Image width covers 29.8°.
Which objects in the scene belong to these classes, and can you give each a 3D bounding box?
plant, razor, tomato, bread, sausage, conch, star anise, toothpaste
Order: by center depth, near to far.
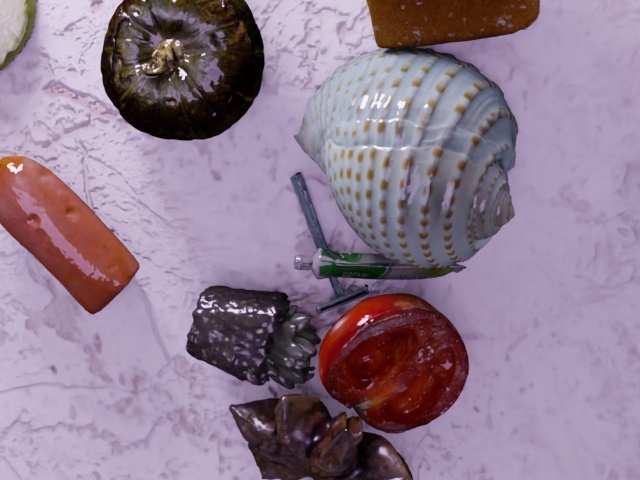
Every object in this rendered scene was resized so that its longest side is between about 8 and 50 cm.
[{"bbox_3d":[0.174,-0.359,1.622,0.234,0.110,0.184,-9,128,7],"label":"bread"},{"bbox_3d":[0.126,-0.123,1.667,0.319,0.215,0.303,22,94,-3],"label":"conch"},{"bbox_3d":[0.086,0.037,1.759,0.248,0.078,0.046,2,83,-5],"label":"toothpaste"},{"bbox_3d":[0.100,0.161,1.773,0.200,0.139,0.233,-38,127,7],"label":"tomato"},{"bbox_3d":[-0.386,-0.017,1.774,0.113,0.113,0.259,-40,100,12],"label":"sausage"},{"bbox_3d":[-0.093,0.140,1.785,0.195,0.129,0.132,15,105,2],"label":"plant"},{"bbox_3d":[-0.001,-0.001,1.796,0.084,0.036,0.211,-21,97,-7],"label":"razor"},{"bbox_3d":[0.004,0.324,1.797,0.315,0.108,0.315,18,148,12],"label":"star anise"}]

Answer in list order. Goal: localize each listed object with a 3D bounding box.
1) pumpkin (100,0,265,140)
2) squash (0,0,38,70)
[{"bbox_3d":[-0.191,-0.251,1.674,0.238,0.159,0.238,2,105,8],"label":"pumpkin"},{"bbox_3d":[-0.518,-0.342,1.736,0.219,0.041,0.219,1,100,5],"label":"squash"}]
